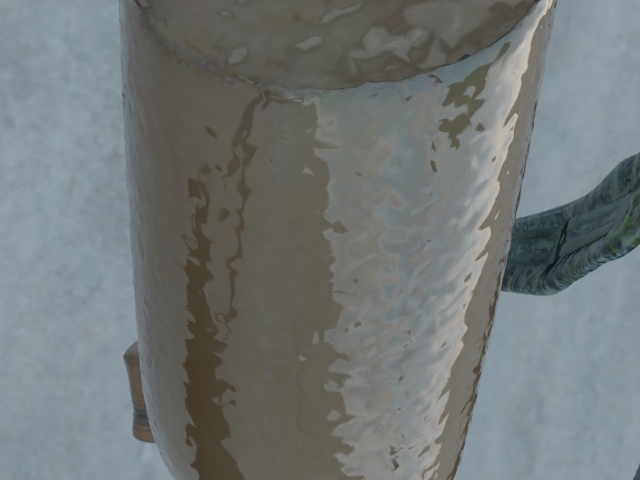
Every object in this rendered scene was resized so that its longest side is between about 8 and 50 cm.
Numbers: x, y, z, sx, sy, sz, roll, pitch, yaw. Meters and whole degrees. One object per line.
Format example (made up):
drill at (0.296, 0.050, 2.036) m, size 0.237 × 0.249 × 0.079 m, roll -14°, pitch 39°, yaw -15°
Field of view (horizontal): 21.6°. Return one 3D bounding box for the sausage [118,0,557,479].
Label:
sausage at (0.000, 0.000, 0.540) m, size 0.123 × 0.123 × 0.253 m, roll -50°, pitch 156°, yaw -36°

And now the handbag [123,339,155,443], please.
handbag at (-0.040, 0.097, 1.210) m, size 0.151 × 0.193 × 0.072 m, roll -38°, pitch 125°, yaw -69°

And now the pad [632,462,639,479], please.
pad at (0.220, 0.167, 1.037) m, size 0.009 × 0.159 × 0.265 m, roll 34°, pitch 60°, yaw -5°

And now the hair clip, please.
hair clip at (0.119, -0.004, 0.878) m, size 0.036 × 0.229 × 0.066 m, roll 27°, pitch 67°, yaw -21°
